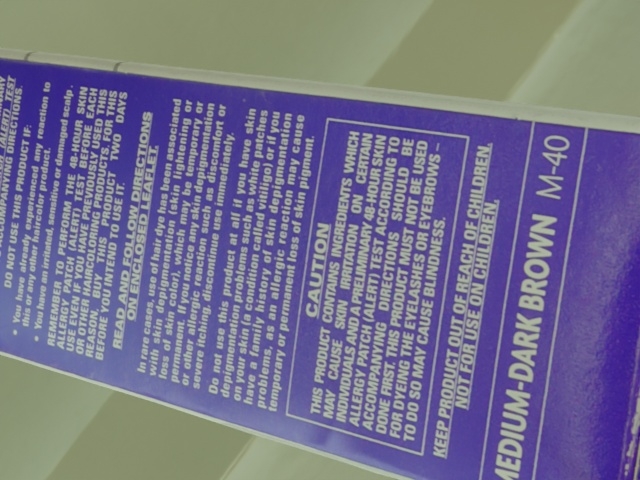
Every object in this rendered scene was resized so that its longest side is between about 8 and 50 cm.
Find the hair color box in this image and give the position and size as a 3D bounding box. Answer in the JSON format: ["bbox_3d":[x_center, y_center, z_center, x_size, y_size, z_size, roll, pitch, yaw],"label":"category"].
[{"bbox_3d":[0.000,0.000,0.495,0.185,0.339,0.110,3,-82,-52],"label":"hair color box"}]
